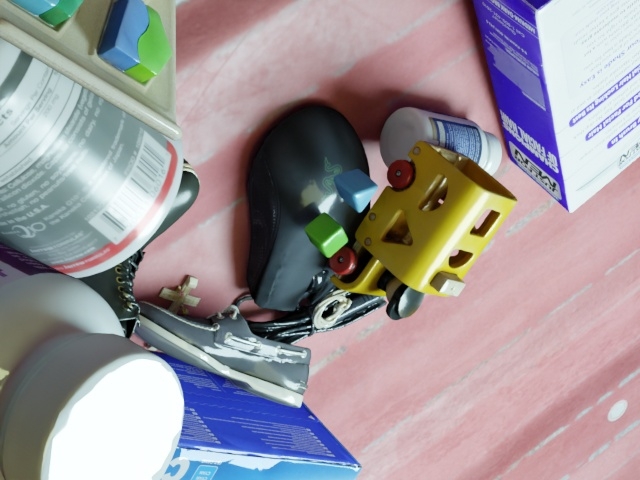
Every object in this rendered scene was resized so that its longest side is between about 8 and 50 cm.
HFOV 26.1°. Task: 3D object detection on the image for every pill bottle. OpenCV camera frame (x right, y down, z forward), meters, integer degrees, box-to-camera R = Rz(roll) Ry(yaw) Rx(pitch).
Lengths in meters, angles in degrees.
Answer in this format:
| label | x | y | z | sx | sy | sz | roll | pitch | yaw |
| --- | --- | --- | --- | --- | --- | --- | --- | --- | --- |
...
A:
| label | x | y | z | sx | sy | sz | roll | pitch | yaw |
| --- | --- | --- | --- | --- | --- | --- | --- | --- | --- |
| pill bottle | -0.244 | 0.085 | 0.967 | 0.169 | 0.301 | 0.169 | -28 | 128 | -43 |
| pill bottle | -0.239 | -0.102 | 0.991 | 0.161 | 0.161 | 0.283 | -47 | 138 | -1 |
| pill bottle | 0.122 | -0.091 | 1.363 | 0.120 | 0.067 | 0.067 | 7 | 116 | -42 |

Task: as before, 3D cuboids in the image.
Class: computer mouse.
| label | x | y | z | sx | sy | sz | roll | pitch | yaw |
| --- | --- | --- | --- | --- | --- | --- | --- | --- | --- |
| computer mouse | 0.000 | 0.000 | 1.329 | 0.188 | 0.072 | 0.272 | -20 | 132 | -26 |

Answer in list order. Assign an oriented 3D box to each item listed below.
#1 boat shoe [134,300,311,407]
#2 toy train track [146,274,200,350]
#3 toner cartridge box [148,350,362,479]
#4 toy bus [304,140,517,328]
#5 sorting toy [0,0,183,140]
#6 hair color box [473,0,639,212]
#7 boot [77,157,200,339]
| label | x | y | z | sx | sy | sz | roll | pitch | yaw |
| --- | --- | --- | --- | --- | --- | --- | --- | --- | --- |
| boat shoe | -0.093 | 0.094 | 1.307 | 0.206 | 0.075 | 0.065 | 29 | 75 | -29 |
| toy train track | -0.140 | 0.072 | 1.312 | 0.048 | 0.014 | 0.083 | 19 | 108 | -45 |
| toner cartridge box | -0.137 | 0.176 | 1.282 | 0.348 | 0.165 | 0.075 | 16 | 111 | -44 |
| toy bus | 0.093 | 0.009 | 1.290 | 0.191 | 0.104 | 0.202 | -32 | 145 | -22 |
| sorting toy | -0.162 | -0.191 | 0.964 | 0.038 | 0.208 | 0.193 | -25 | 146 | 28 |
| hair color box | 0.259 | -0.195 | 1.330 | 0.185 | 0.110 | 0.339 | -39 | 146 | -9 |
| boot | -0.161 | 0.024 | 1.167 | 0.198 | 0.137 | 0.077 | -37 | 137 | -12 |
